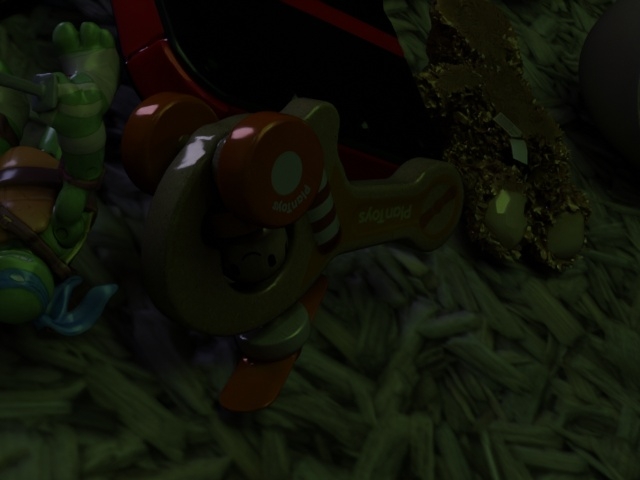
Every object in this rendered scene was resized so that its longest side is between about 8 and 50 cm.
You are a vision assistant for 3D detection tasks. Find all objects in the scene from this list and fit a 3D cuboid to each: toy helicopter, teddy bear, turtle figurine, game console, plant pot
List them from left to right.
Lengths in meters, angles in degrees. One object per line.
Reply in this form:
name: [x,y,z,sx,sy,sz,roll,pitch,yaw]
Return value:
turtle figurine: [-0.243,-0.083,0.973,0.275,0.198,0.266,28,30,-19]
game console: [-0.050,-0.208,1.262,0.387,0.060,0.342,16,46,-48]
toy helicopter: [0.000,0.000,1.099,0.140,0.234,0.355,15,16,41]
teddy bear: [0.183,-0.109,1.476,0.245,0.113,0.338,-11,65,-40]
plant pot: [0.438,-0.214,1.699,0.284,0.284,0.191,10,9,-34]

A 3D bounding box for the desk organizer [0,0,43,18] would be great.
desk organizer: [-0.282,-0.247,1.251,0.047,0.050,0.130,41,35,5]
